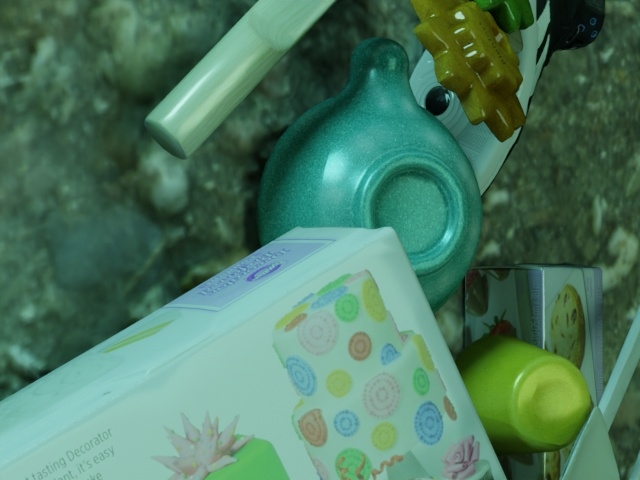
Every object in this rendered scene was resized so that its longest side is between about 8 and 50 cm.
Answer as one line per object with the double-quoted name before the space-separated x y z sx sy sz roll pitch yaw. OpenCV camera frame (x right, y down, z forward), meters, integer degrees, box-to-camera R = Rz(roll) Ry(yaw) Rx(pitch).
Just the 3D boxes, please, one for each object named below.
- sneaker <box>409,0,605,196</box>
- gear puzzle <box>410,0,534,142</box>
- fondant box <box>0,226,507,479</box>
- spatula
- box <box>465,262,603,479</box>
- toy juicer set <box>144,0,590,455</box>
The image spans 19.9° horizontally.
"sneaker" 0.122 -0.110 1.092 0.121 0.079 0.217 23 78 -52
"gear puzzle" 0.060 -0.194 0.947 0.175 0.044 0.339 35 36 -40
"fondant box" -0.014 0.190 0.861 0.238 0.096 0.330 -31 106 -25
"spatula" 0.178 0.138 1.022 0.242 0.019 0.168 -52 129 -52
"box" 0.130 0.175 1.100 0.067 0.063 0.324 2 87 -44
"toy juicer set" 0.000 0.000 0.971 0.209 0.089 0.329 -27 102 -23
